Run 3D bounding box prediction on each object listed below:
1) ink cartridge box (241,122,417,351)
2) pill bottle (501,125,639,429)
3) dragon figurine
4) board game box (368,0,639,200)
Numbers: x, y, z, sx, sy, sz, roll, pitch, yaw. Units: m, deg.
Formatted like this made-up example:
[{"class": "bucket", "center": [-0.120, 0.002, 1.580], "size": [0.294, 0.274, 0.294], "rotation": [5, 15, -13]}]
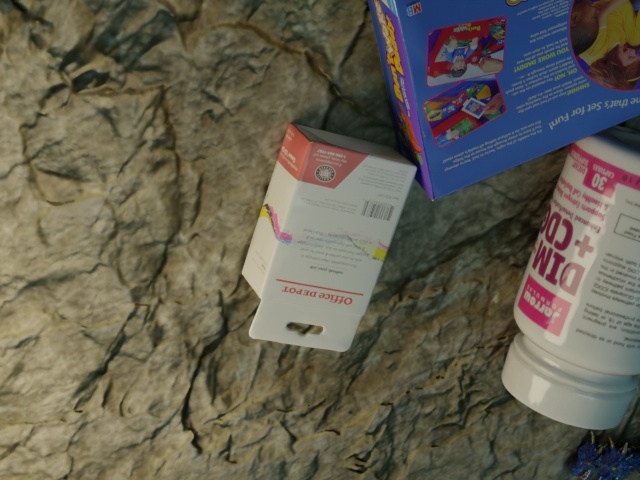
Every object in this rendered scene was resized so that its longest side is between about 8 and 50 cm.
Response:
[{"class": "ink cartridge box", "center": [0.000, 0.000, 1.136], "size": [0.115, 0.067, 0.198], "rotation": [12, 107, -25]}, {"class": "pill bottle", "center": [0.291, 0.037, 1.212], "size": [0.160, 0.160, 0.283], "rotation": [8, 110, -24]}, {"class": "dragon figurine", "center": [0.434, 0.224, 1.396], "size": [0.289, 0.085, 0.144], "rotation": [-34, 121, -2]}, {"class": "board game box", "center": [0.225, -0.206, 1.093], "size": [0.347, 0.078, 0.233], "rotation": [-22, 130, -9]}]
